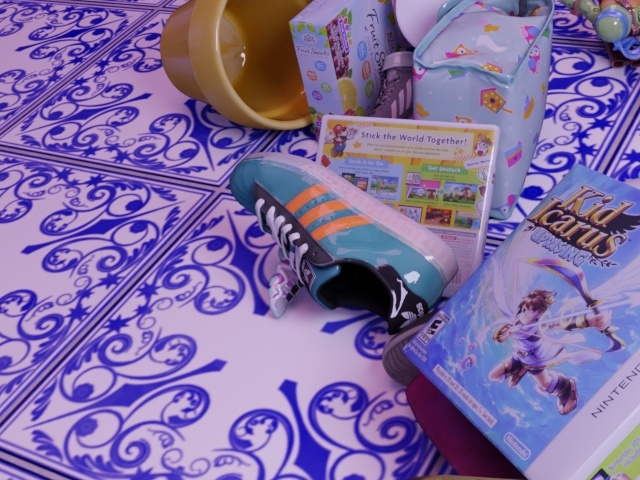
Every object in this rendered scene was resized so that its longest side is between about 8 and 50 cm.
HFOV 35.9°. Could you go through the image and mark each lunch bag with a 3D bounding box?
[{"bbox_3d":[0.219,-0.195,1.287,0.160,0.223,0.262,12,43,21],"label":"lunch bag"}]

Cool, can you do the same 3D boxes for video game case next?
[{"bbox_3d":[0.216,0.070,0.815,0.244,0.061,0.269,-46,27,-1],"label":"video game case"},{"bbox_3d":[0.092,-0.043,1.189,0.227,0.026,0.206,7,86,25],"label":"video game case"}]

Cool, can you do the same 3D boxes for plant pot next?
[{"bbox_3d":[-0.121,-0.298,1.529,0.254,0.254,0.239,-39,28,-29],"label":"plant pot"}]

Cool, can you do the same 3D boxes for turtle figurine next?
[{"bbox_3d":[0.454,-0.416,1.489,0.198,0.275,0.266,-42,-4,37],"label":"turtle figurine"}]

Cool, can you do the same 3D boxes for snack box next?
[{"bbox_3d":[0.046,-0.266,1.445,0.070,0.207,0.174,14,44,31],"label":"snack box"}]

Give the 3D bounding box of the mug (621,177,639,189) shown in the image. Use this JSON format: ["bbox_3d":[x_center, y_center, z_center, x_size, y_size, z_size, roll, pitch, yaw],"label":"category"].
[{"bbox_3d":[0.366,-0.040,1.181,0.064,0.062,0.078,-5,31,24],"label":"mug"}]

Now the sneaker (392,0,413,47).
[{"bbox_3d":[0.080,-0.399,1.696,0.180,0.125,0.321,-8,27,15],"label":"sneaker"}]

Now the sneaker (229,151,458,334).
[{"bbox_3d":[0.000,0.000,1.128,0.302,0.108,0.121,28,59,24],"label":"sneaker"}]

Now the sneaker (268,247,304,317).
[{"bbox_3d":[-0.022,0.047,1.186,0.069,0.038,0.098,3,70,19],"label":"sneaker"}]

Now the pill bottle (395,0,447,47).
[{"bbox_3d":[0.208,-0.357,1.476,0.160,0.160,0.283,1,17,19],"label":"pill bottle"}]

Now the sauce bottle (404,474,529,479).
[{"bbox_3d":[0.100,0.230,0.738,0.111,0.111,0.344,-29,-1,-19],"label":"sauce bottle"}]

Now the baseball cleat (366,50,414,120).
[{"bbox_3d":[0.100,-0.207,1.435,0.206,0.109,0.072,-34,7,-34],"label":"baseball cleat"}]

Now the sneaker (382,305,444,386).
[{"bbox_3d":[0.173,0.090,1.076,0.222,0.083,0.118,-18,17,7],"label":"sneaker"}]

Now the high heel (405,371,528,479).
[{"bbox_3d":[0.157,0.250,0.877,0.181,0.127,0.377,-32,33,34],"label":"high heel"}]
